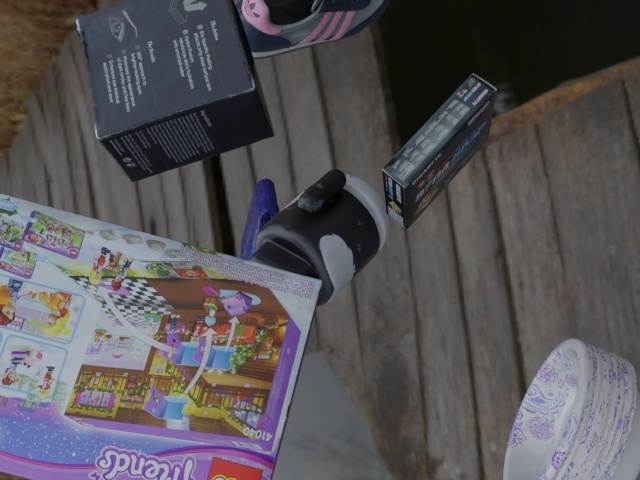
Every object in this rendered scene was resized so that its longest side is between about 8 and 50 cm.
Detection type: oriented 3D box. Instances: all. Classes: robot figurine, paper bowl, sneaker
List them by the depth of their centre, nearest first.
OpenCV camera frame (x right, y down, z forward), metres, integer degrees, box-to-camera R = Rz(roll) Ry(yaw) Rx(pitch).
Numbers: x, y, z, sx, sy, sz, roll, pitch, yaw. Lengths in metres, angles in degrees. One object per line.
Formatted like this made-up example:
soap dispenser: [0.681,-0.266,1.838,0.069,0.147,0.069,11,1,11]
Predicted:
sneaker: [0.004,-0.379,1.325,0.112,0.319,0.131,61,153,1]
paper bowl: [0.417,0.311,1.333,0.284,0.148,0.284,24,-90,-88]
robot figurine: [-0.002,0.000,1.434,0.173,0.278,0.209,52,146,-7]

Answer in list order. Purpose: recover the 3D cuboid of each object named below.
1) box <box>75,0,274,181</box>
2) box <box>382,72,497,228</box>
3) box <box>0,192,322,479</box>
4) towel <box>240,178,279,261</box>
box: [-0.145,-0.164,0.840,0.093,0.158,0.155,67,-174,-63]
box: [0.190,-0.139,1.342,0.051,0.220,0.175,39,168,18]
box: [-0.165,0.092,0.650,0.057,0.293,0.200,113,173,-73]
towel: [-0.139,-0.011,2.047,0.308,0.076,0.227,-108,33,-70]
